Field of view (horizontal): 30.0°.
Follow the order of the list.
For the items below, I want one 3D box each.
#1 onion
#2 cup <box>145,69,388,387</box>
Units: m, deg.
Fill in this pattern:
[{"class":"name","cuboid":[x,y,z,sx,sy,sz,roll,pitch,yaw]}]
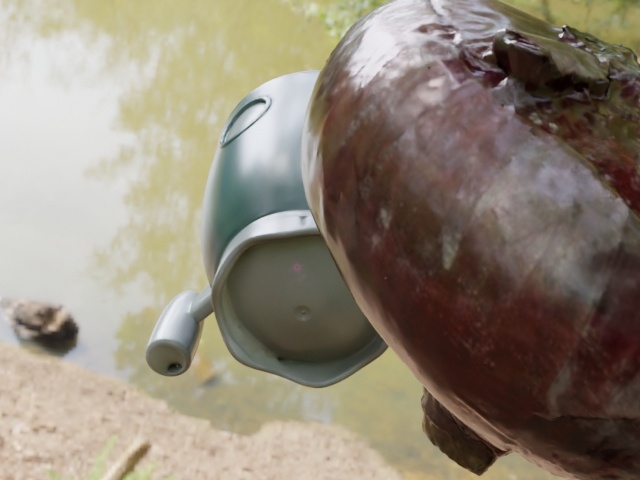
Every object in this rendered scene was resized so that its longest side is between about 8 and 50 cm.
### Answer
[{"class":"onion","cuboid":[0.056,0.006,0.380,0.206,0.151,0.098,40,19,31]},{"class":"cup","cuboid":[0.000,0.000,0.752,0.167,0.300,0.173,45,25,-19]}]
